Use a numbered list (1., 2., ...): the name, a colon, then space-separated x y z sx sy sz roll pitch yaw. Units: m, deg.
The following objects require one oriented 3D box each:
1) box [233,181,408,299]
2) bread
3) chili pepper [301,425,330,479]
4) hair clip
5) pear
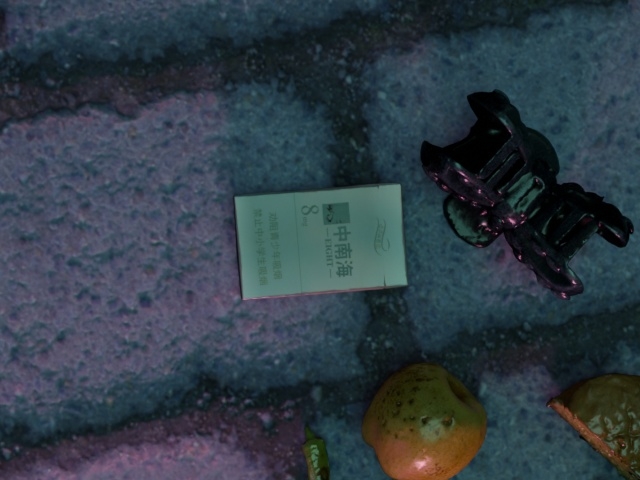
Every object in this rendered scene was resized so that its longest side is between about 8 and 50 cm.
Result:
1. box: 0.000 0.000 1.707 0.242 0.067 0.155 -4 94 -5
2. bread: 0.453 0.271 1.730 0.229 0.143 0.139 43 77 -9
3. chili pepper: -0.015 0.377 1.733 0.048 0.043 0.208 9 92 -18
4. hair clip: 0.274 -0.063 1.663 0.194 0.206 0.310 -45 100 3
5. pear: 0.144 0.265 1.692 0.178 0.178 0.178 0 92 -5
